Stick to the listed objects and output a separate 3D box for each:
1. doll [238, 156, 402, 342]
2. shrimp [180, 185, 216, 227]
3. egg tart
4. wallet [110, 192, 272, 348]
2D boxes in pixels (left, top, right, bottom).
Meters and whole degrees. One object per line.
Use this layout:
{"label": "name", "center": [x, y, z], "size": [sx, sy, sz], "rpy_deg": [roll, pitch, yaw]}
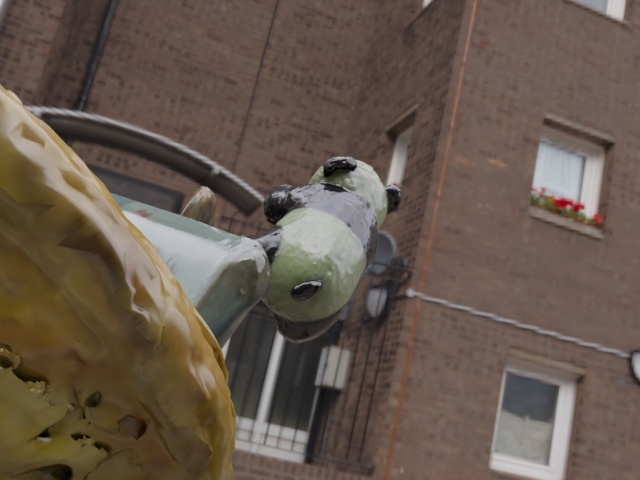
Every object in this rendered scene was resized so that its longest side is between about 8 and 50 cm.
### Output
{"label": "doll", "center": [0.000, 0.002, 0.899], "size": [0.135, 0.234, 0.143], "rpy_deg": [-24, -65, 45]}
{"label": "shrimp", "center": [-0.172, 0.034, 0.932], "size": [0.051, 0.217, 0.150], "rpy_deg": [19, -12, 2]}
{"label": "egg tart", "center": [-0.259, 0.079, 0.406], "size": [0.444, 0.178, 0.443], "rpy_deg": [12, -51, 16]}
{"label": "wallet", "center": [-0.225, 0.073, 0.784], "size": [0.360, 0.252, 0.083], "rpy_deg": [17, -21, 45]}
